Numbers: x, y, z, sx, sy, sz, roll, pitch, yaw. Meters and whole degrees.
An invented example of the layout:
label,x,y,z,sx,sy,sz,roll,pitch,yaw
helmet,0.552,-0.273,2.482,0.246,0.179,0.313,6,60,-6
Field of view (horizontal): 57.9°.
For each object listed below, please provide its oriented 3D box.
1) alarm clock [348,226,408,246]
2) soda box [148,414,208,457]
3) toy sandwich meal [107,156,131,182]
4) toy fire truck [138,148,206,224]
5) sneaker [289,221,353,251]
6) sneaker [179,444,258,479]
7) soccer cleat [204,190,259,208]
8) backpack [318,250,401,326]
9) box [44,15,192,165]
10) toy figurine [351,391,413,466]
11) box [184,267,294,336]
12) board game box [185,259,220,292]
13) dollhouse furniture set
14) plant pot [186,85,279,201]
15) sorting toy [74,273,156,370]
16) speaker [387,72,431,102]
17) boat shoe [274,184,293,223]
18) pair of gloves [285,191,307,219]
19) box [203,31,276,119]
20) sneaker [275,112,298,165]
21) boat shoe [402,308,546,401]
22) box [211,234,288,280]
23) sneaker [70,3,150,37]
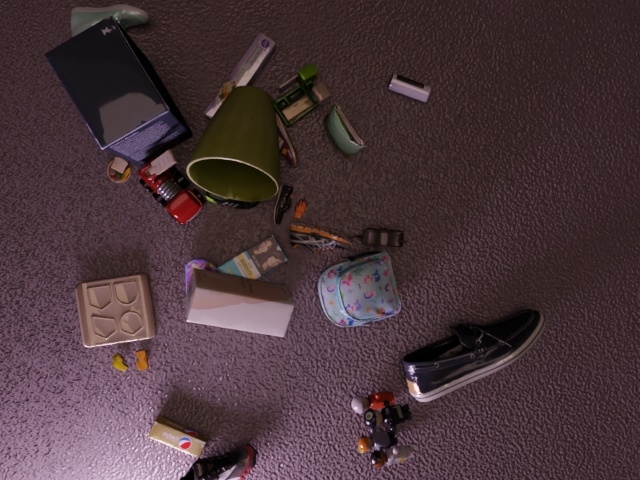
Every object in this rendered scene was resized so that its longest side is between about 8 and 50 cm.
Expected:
label,x,y,z,sx,sy,sz,roll,pitch,yaw
alarm clock,0.184,-0.011,1.874,0.191,0.129,0.064,1,90,13
soda box,-0.459,0.635,1.875,0.181,0.061,0.058,23,90,-3
toy sandwich meal,-0.652,-0.229,1.870,0.085,0.029,0.086,0,91,-3
toy fire truck,-0.456,-0.172,1.773,0.158,0.246,0.217,-42,92,-1
sneaker,0.000,0.000,1.891,0.214,0.084,0.083,14,103,0
sneaker,-0.333,0.736,1.844,0.276,0.098,0.135,-31,133,-2
soccer cleat,-0.286,-0.136,1.870,0.178,0.072,0.060,7,90,-3
backpack,0.119,0.161,1.847,0.253,0.191,0.225,-13,92,2
box,-0.564,-0.412,1.691,0.211,0.395,0.294,-31,92,-3
toy figurine,0.190,0.598,1.837,0.148,0.213,0.210,-5,96,-15
box,-0.252,0.193,1.789,0.310,0.148,0.121,12,107,-22
board game box,-0.383,0.146,1.849,0.133,0.033,0.169,9,108,21
dollhouse furniture set,-0.010,-0.368,1.820,0.151,0.197,0.302,-34,92,-4
plant pot,-0.238,-0.310,1.756,0.274,0.275,0.294,10,70,-3
sorting toy,-0.654,0.273,1.876,0.228,0.041,0.308,-8,91,-7
speaker,0.294,-0.503,1.908,0.136,0.055,0.055,20,90,-3
boat shoe,-0.122,-0.115,1.881,0.041,0.049,0.133,13,84,11
pair of gloves,-0.090,-0.116,1.913,0.083,0.010,0.074,25,90,-2
box,-0.259,-0.517,1.871,0.063,0.067,0.324,35,88,-3
sneaker,-0.138,-0.318,1.885,0.083,0.069,0.186,-25,86,6
boat shoe,0.491,0.340,1.867,0.499,0.187,0.156,-28,98,3
box,-0.233,0.084,1.882,0.244,0.060,0.101,-31,92,-2
sneaker,-0.664,-0.656,1.832,0.255,0.094,0.151,-1,85,7
